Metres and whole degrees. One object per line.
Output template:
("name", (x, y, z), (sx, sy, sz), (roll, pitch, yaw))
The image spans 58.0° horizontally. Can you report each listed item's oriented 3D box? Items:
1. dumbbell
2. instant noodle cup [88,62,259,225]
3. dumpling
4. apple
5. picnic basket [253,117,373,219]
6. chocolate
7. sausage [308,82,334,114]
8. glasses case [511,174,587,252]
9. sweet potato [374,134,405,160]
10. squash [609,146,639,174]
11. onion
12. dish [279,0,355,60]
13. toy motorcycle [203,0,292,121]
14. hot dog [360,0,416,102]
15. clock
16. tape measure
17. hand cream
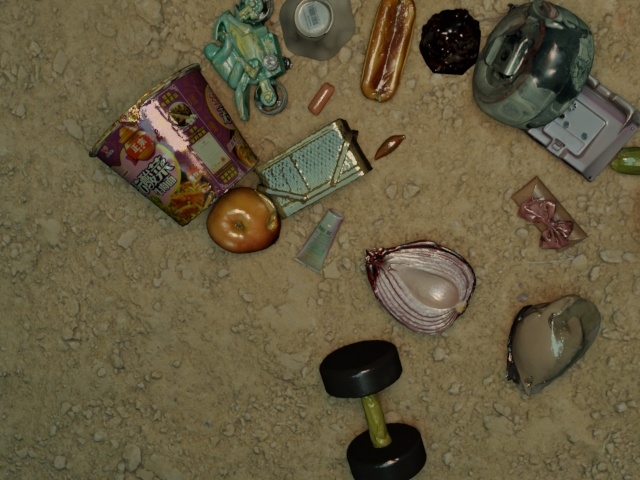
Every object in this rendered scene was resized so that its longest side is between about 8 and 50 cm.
("dumbbell", (0.136, 0.435, 1.468), (0.204, 0.204, 0.322), (-15, 98, 11))
("instant noodle cup", (-0.325, -0.205, 1.358), (0.340, 0.340, 0.266), (-37, 102, 13))
("dumpling", (0.556, 0.241, 1.408), (0.163, 0.205, 0.292), (29, 124, 33))
("apple", (-0.191, -0.048, 1.430), (0.199, 0.199, 0.199), (2, 101, 8))
("picnic basket", (-0.015, -0.171, 1.388), (0.267, 0.165, 0.139), (-28, 94, 12))
("chocolate", (0.294, -0.458, 1.305), (0.156, 0.133, 0.156), (2, 101, 10))
("sausage", (0.002, -0.348, 1.418), (0.034, 0.034, 0.083), (36, 102, 0))
("glasses case", (0.539, -0.049, 1.382), (0.102, 0.070, 0.193), (-40, 93, 15))
("sweet potato", (0.167, -0.231, 1.418), (0.095, 0.034, 0.034), (-38, 94, 12))
("squash", (0.782, -0.184, 1.316), (0.239, 0.069, 0.069), (-3, 101, 2))
("onion", (0.233, 0.088, 1.426), (0.284, 0.120, 0.227), (32, 106, -2))
("dish", (-0.013, -0.524, 1.369), (0.191, 0.066, 0.190), (1, 101, 7))
("toy motorcycle", (-0.181, -0.440, 1.390), (0.199, 0.109, 0.296), (-12, 98, 14))
("hot dog", (0.159, -0.451, 1.358), (0.100, 0.068, 0.249), (13, 105, -8))
("clock", (0.589, -0.274, 1.324), (0.253, 0.083, 0.186), (36, 104, 0))
("tape measure", (0.438, -0.375, 1.237), (0.147, 0.275, 0.256), (15, 110, -22))
("hand cream", (0.000, 0.000, 1.486), (0.076, 0.047, 0.174), (29, 112, 1))
